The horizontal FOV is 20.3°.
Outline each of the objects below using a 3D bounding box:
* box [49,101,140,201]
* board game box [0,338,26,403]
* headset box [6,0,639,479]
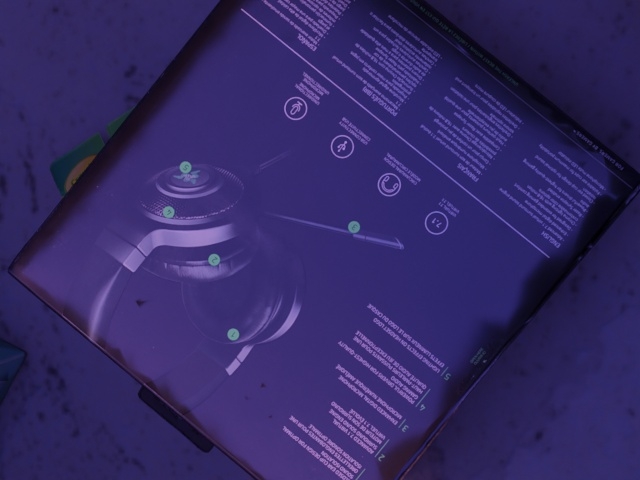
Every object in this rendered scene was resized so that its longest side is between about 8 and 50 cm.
[{"bbox_3d":[-0.086,0.002,1.130,0.105,0.043,0.179,-31,89,16],"label":"box"},{"bbox_3d":[-0.403,0.105,1.208,0.336,0.079,0.254,30,102,11],"label":"board game box"},{"bbox_3d":[0.000,0.000,1.026,0.246,0.131,0.283,38,93,4],"label":"headset box"}]
